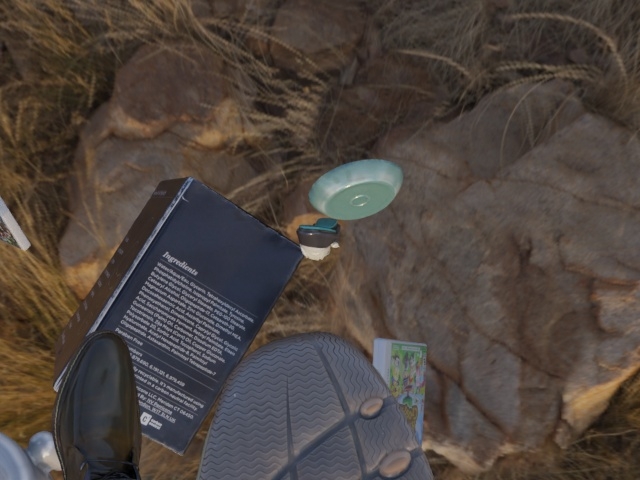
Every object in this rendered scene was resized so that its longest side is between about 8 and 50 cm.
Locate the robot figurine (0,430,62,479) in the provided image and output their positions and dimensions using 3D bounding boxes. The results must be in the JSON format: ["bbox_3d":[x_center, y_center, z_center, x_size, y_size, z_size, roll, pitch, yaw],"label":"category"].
[{"bbox_3d":[-0.497,0.390,1.194,0.300,0.353,0.200,-33,71,-19],"label":"robot figurine"}]

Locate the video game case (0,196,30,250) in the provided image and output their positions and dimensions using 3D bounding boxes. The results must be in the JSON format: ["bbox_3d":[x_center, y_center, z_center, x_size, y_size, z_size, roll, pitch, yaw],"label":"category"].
[{"bbox_3d":[-0.645,-0.073,1.535,0.173,0.190,0.022,19,54,28],"label":"video game case"}]

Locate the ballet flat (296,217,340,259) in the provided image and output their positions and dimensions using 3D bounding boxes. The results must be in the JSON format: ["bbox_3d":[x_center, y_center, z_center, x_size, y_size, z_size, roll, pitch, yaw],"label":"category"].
[{"bbox_3d":[0.000,0.000,1.499,0.074,0.203,0.074,1,96,11],"label":"ballet flat"}]

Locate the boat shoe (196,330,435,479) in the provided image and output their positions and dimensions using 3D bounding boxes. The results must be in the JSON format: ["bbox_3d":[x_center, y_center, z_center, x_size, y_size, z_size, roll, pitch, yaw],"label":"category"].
[{"bbox_3d":[0.002,0.226,0.436,0.132,0.130,0.355,-8,88,-12],"label":"boat shoe"}]

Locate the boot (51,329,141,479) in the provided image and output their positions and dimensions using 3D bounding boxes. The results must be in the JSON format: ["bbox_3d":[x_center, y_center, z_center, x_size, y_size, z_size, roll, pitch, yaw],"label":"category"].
[{"bbox_3d":[-0.161,0.179,0.648,0.082,0.106,0.219,9,77,-37],"label":"boot"}]

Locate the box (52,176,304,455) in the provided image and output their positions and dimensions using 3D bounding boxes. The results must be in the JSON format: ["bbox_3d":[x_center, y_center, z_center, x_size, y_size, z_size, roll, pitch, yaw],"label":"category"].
[{"bbox_3d":[-0.323,0.133,1.767,0.297,0.480,0.472,32,84,-16],"label":"box"}]

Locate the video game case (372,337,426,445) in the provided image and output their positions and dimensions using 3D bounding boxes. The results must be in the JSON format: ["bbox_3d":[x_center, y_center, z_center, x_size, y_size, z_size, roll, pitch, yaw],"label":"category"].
[{"bbox_3d":[0.134,0.268,1.390,0.023,0.212,0.193,0,81,26],"label":"video game case"}]

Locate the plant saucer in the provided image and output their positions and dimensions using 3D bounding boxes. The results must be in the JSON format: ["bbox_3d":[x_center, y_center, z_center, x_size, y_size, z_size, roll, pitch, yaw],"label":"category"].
[{"bbox_3d":[0.046,-0.056,0.989,0.119,0.119,0.021,-15,63,-1],"label":"plant saucer"}]
